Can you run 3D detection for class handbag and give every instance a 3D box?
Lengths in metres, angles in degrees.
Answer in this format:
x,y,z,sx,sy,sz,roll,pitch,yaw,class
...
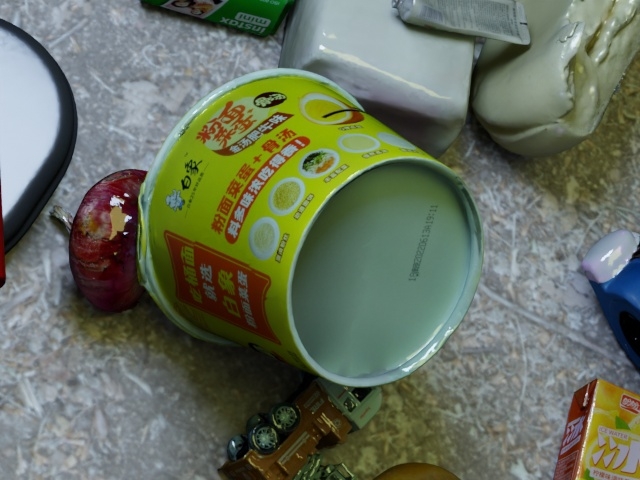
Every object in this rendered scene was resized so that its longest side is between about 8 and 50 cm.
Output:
x,y,z,sx,sy,sz,roll,pitch,yaw,class
-0.389,-0.099,1.779,0.254,0.093,0.308,33,63,-4,handbag

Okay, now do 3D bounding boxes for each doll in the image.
x,y,z,sx,sy,sz,roll,pitch,yaw,class
0.483,0.038,1.976,0.310,0.284,0.240,-31,128,-13,doll

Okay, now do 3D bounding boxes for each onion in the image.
x,y,z,sx,sy,sz,roll,pitch,yaw,class
-0.226,-0.008,1.802,0.140,0.150,0.150,15,62,20,onion

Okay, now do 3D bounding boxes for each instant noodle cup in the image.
x,y,z,sx,sy,sz,roll,pitch,yaw,class
0.000,0.000,1.722,0.311,0.221,0.311,-13,114,-31,instant noodle cup

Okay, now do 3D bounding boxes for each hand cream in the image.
x,y,z,sx,sy,sz,roll,pitch,yaw,class
0.153,-0.247,1.909,0.165,0.037,0.057,6,62,-24,hand cream

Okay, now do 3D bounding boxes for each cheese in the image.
x,y,z,sx,sy,sz,roll,pitch,yaw,class
0.283,-0.218,2.001,0.127,0.233,0.266,36,64,-16,cheese

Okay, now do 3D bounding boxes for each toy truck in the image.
x,y,z,sx,sy,sz,roll,pitch,yaw,class
-0.006,0.201,1.814,0.115,0.080,0.177,46,63,-5,toy truck

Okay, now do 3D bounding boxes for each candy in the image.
x,y,z,sx,sy,sz,roll,pitch,yaw,class
0.079,-0.288,1.993,0.208,0.145,0.358,16,65,-14,candy

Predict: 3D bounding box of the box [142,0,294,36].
x,y,z,sx,sy,sz,roll,pitch,yaw,class
-0.103,-0.367,1.981,0.180,0.103,0.250,15,68,-14,box

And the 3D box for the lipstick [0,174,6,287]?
x,y,z,sx,sy,sz,roll,pitch,yaw,class
-0.344,-0.086,1.699,0.073,0.073,0.279,0,71,-20,lipstick

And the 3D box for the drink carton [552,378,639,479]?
x,y,z,sx,sy,sz,roll,pitch,yaw,class
0.304,0.271,1.906,0.096,0.071,0.222,23,64,-9,drink carton

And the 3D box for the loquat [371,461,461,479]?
x,y,z,sx,sy,sz,roll,pitch,yaw,class
0.095,0.295,1.785,0.141,0.141,0.141,7,68,-18,loquat
